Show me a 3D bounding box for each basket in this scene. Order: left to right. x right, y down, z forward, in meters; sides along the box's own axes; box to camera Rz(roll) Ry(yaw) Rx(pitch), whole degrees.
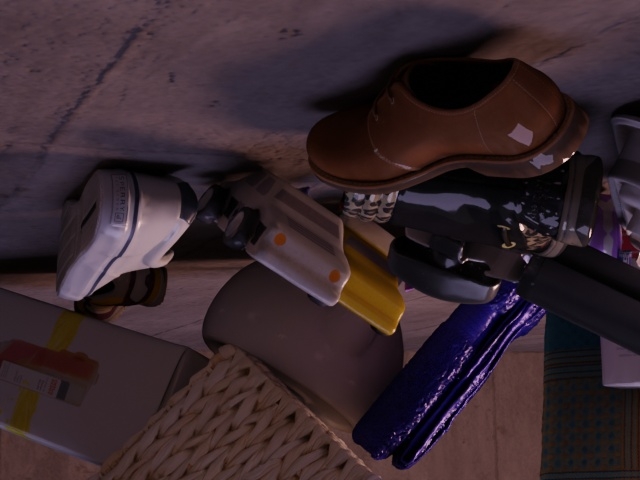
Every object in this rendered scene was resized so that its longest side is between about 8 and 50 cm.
[{"bbox_3d":[-0.064,0.341,1.349,0.266,0.328,0.331,43,175,35],"label":"basket"}]

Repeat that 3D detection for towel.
[{"bbox_3d":[0.169,0.118,1.364,0.076,0.308,0.227,41,-179,15],"label":"towel"},{"bbox_3d":[0.388,0.177,1.464,0.271,0.370,0.040,-4,151,23],"label":"towel"}]

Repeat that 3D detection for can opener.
[{"bbox_3d":[0.197,0.036,1.099,0.280,0.074,0.093,23,136,16],"label":"can opener"}]

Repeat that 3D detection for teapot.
[{"bbox_3d":[0.000,0.091,1.474,0.256,0.187,0.252,22,162,30],"label":"teapot"}]

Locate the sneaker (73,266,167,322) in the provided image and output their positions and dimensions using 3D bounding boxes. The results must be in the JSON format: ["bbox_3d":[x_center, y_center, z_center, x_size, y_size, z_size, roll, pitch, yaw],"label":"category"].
[{"bbox_3d":[-0.267,0.055,1.563,0.084,0.070,0.185,17,155,-37],"label":"sneaker"}]

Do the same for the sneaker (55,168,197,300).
[{"bbox_3d":[-0.175,0.003,1.119,0.091,0.094,0.258,7,168,-21],"label":"sneaker"}]

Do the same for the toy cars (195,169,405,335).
[{"bbox_3d":[0.000,0.000,1.137,0.176,0.087,0.393,34,180,18],"label":"toy cars"}]

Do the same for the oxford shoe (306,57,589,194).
[{"bbox_3d":[0.059,-0.080,0.785,0.212,0.076,0.076,-7,140,47],"label":"oxford shoe"}]

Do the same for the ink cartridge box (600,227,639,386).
[{"bbox_3d":[0.376,0.075,1.396,0.127,0.176,0.128,-5,170,22],"label":"ink cartridge box"}]

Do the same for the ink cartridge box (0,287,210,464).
[{"bbox_3d":[-0.286,0.185,1.572,0.384,0.160,0.279,15,167,26],"label":"ink cartridge box"}]

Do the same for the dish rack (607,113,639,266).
[{"bbox_3d":[0.342,0.022,0.973,0.285,0.072,0.333,28,-179,17],"label":"dish rack"}]

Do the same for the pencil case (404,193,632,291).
[{"bbox_3d":[0.180,0.002,1.186,0.206,0.088,0.086,0,-148,8],"label":"pencil case"}]

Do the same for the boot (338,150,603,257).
[{"bbox_3d":[0.106,-0.041,0.964,0.178,0.085,0.236,8,180,1],"label":"boot"}]
